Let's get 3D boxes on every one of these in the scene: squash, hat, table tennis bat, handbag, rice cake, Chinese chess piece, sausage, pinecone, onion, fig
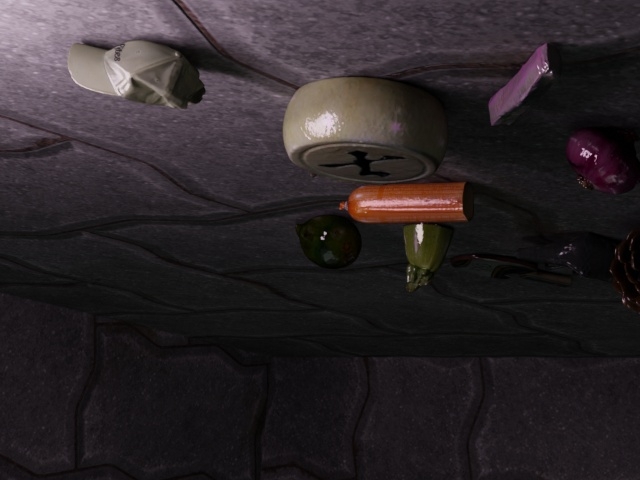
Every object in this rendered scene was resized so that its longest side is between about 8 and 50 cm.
[{"bbox_3d":[0.208,0.038,2.161,0.105,0.132,0.105,6,168,1],"label":"squash"},{"bbox_3d":[-0.229,-0.219,1.370,0.166,0.081,0.122,19,-153,2],"label":"hat"},{"bbox_3d":[0.435,0.068,2.467,0.301,0.022,0.173,13,166,-23],"label":"table tennis bat"},{"bbox_3d":[0.543,0.045,2.206,0.270,0.088,0.175,12,173,-30],"label":"handbag"},{"bbox_3d":[0.253,-0.189,1.352,0.036,0.047,0.206,-9,171,-10],"label":"rice cake"},{"bbox_3d":[0.063,-0.146,1.504,0.238,0.092,0.238,4,168,1],"label":"Chinese chess piece"},{"bbox_3d":[0.143,-0.064,1.879,0.234,0.071,0.071,0,166,23],"label":"sausage"},{"bbox_3d":[0.633,0.050,1.991,0.184,0.179,0.204,-14,156,-21],"label":"pinecone"},{"bbox_3d":[0.399,-0.117,1.522,0.104,0.115,0.115,-45,151,10],"label":"onion"},{"bbox_3d":[0.000,0.000,2.165,0.117,0.117,0.177,16,174,-40],"label":"fig"}]
